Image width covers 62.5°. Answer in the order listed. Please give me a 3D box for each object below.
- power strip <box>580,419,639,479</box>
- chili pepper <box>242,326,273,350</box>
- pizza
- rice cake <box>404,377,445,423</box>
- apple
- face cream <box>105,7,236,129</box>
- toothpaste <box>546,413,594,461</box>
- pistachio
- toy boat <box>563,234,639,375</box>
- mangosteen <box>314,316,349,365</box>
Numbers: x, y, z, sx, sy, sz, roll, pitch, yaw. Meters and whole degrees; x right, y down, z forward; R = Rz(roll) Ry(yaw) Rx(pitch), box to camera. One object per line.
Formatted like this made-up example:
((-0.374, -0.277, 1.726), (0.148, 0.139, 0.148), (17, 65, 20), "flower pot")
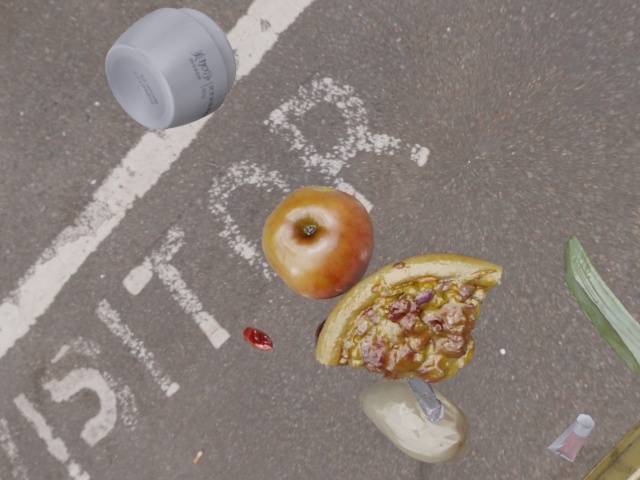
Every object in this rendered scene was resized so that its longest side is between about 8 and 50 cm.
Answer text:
((0.259, 0.276, 0.512), (0.305, 0.044, 0.064), (-47, 117, 1), "power strip")
((-0.188, 0.285, 1.540), (0.191, 0.059, 0.050), (14, 94, 54), "chili pepper")
((0.177, 0.169, 1.042), (0.408, 0.114, 0.278), (-22, 108, 16), "pizza")
((0.228, 0.326, 1.307), (0.055, 0.049, 0.270), (-27, 48, -1), "rice cake")
((0.000, 0.000, 1.122), (0.242, 0.241, 0.242), (-2, 80, 14), "apple")
((-0.157, -0.181, 0.561), (0.117, 0.104, 0.117), (22, 136, 22), "face cream")
((0.617, 0.487, 1.291), (0.067, 0.043, 0.194), (23, 141, 21), "toothpaste")
((0.264, 0.499, 1.483), (0.332, 0.208, 0.226), (25, 120, 21), "pistachio")
((0.514, 0.127, 0.938), (0.055, 0.093, 0.293), (-28, 68, -1), "toy boat")
((0.073, 0.282, 1.521), (0.156, 0.181, 0.146), (48, 134, 26), "mangosteen")
